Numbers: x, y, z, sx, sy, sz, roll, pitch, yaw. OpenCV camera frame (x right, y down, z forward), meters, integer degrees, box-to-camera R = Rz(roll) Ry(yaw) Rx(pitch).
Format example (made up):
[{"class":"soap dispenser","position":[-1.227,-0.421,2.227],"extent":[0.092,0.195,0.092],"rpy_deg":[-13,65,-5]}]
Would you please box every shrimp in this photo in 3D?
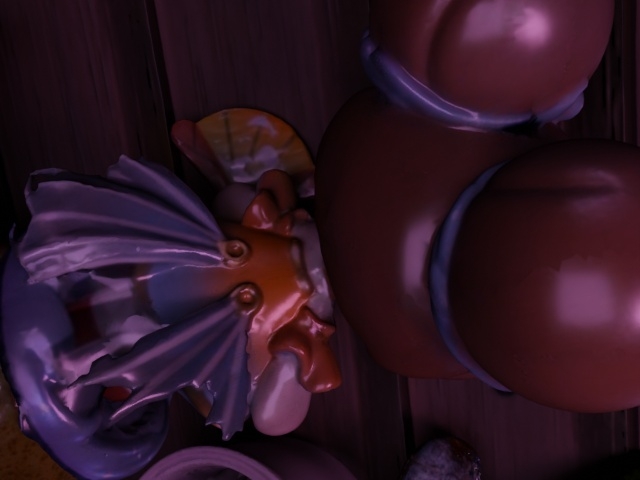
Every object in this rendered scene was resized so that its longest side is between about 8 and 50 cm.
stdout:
[{"class":"shrimp","position":[0.092,0.258,0.605],"extent":[0.090,0.079,0.232],"rpy_deg":[19,120,49]}]

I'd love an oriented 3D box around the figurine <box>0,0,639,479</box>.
[{"class":"figurine","position":[0.000,-0.001,0.463],"extent":[0.388,0.248,0.276],"rpy_deg":[-17,71,12]}]

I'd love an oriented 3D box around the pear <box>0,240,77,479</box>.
[{"class":"pear","position":[-0.263,0.104,0.595],"extent":[0.229,0.188,0.211],"rpy_deg":[21,117,6]}]

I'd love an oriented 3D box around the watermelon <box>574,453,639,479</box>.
[{"class":"watermelon","position":[0.211,0.244,0.533],"extent":[0.193,0.137,0.145],"rpy_deg":[8,112,38]}]

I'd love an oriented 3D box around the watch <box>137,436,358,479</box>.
[{"class":"watch","position":[-0.088,0.260,0.582],"extent":[0.244,0.196,0.231],"rpy_deg":[25,97,30]}]
